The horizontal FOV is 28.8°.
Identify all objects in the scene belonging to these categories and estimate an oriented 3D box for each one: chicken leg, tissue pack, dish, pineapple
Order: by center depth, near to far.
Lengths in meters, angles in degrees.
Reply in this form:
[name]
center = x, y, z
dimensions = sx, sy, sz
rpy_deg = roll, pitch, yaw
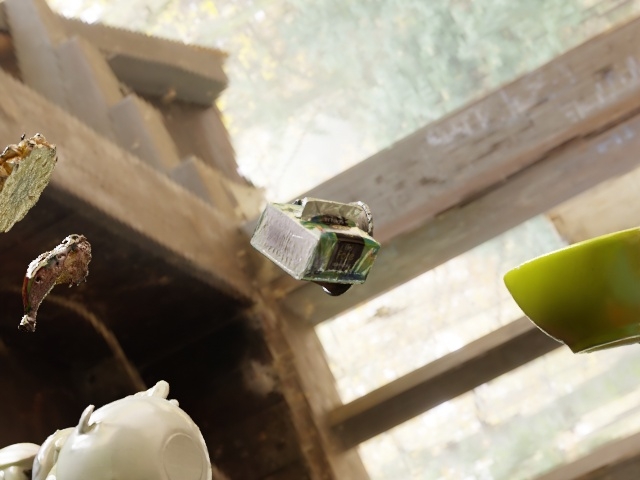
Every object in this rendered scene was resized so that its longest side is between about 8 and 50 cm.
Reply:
[tissue pack]
center = 0.000, -0.006, 1.308
dimensions = 0.085, 0.079, 0.111
rpy_deg = 35, -163, 35
[dish]
center = 0.338, 0.059, 1.354
dimensions = 0.262, 0.221, 0.108
rpy_deg = -6, -102, -28
[chicken leg]
center = -0.325, 0.047, 1.493
dimensions = 0.062, 0.037, 0.145
rpy_deg = 45, -128, -5
[pineapple]
center = -0.523, -0.092, 2.141
dimensions = 0.047, 0.221, 0.221
rpy_deg = 35, -168, 9

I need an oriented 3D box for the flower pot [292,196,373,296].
[flower pot]
center = 0.000, 0.000, 1.959
dimensions = 0.107, 0.157, 0.157
rpy_deg = 18, -143, -27

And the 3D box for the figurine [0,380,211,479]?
[figurine]
center = -0.302, 0.293, 1.611
dimensions = 0.226, 0.394, 0.274
rpy_deg = 56, -140, -22
